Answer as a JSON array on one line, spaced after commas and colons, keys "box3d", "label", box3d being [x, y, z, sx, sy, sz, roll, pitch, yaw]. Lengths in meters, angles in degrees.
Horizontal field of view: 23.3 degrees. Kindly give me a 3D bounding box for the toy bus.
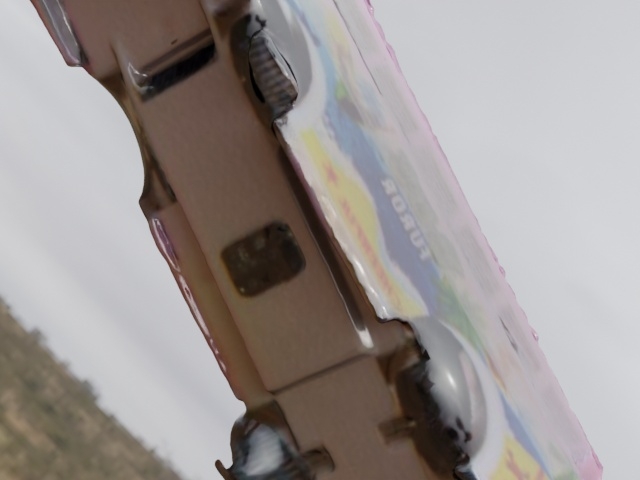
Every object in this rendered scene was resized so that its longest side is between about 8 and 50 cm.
[{"box3d": [0.000, 0.000, 0.561, 0.090, 0.112, 0.274, -26, -91, 34], "label": "toy bus"}]
